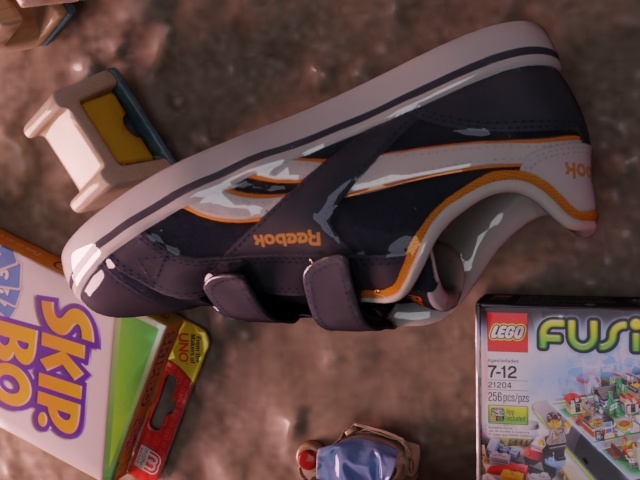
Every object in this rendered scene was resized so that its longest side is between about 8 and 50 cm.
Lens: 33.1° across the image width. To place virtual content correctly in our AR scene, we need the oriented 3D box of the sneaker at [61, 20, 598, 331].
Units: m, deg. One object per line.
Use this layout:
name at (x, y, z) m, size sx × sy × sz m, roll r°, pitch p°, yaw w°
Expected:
sneaker at (0.000, 0.000, 0.613) m, size 0.321 × 0.126 × 0.127 m, roll -24°, pitch 75°, yaw 17°

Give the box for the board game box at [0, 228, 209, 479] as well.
board game box at (-0.210, 0.066, 0.744) m, size 0.259 × 0.039 × 0.124 m, roll 24°, pitch 104°, yaw 10°

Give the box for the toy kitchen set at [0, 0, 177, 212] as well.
toy kitchen set at (-0.096, -0.142, 0.657) m, size 0.207 × 0.122 × 0.166 m, roll -36°, pitch 86°, yaw 38°

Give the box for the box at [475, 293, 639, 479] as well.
box at (0.194, 0.090, 0.619) m, size 0.207 × 0.036 × 0.114 m, roll 0°, pitch 97°, yaw 17°

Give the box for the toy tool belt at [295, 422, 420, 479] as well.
toy tool belt at (0.019, 0.142, 0.671) m, size 0.083 × 0.051 × 0.052 m, roll 2°, pitch 97°, yaw 17°
